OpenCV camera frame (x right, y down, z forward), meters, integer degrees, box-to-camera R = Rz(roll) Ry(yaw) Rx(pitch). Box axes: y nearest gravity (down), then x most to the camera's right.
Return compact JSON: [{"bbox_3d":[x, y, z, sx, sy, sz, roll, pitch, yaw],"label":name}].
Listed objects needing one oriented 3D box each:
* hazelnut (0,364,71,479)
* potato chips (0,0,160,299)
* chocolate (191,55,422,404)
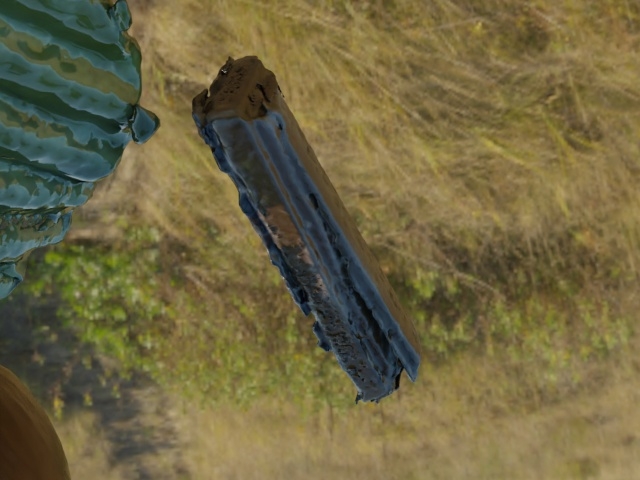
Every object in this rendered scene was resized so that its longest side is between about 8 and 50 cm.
[{"bbox_3d":[-0.438,0.297,0.904,0.420,0.421,0.352,-22,-174,39],"label":"hazelnut"},{"bbox_3d":[-0.278,-0.045,0.502,0.373,0.097,0.389,-43,147,-2],"label":"potato chips"},{"bbox_3d":[0.004,0.001,0.685,0.065,0.102,0.329,-11,128,26],"label":"chocolate"}]
